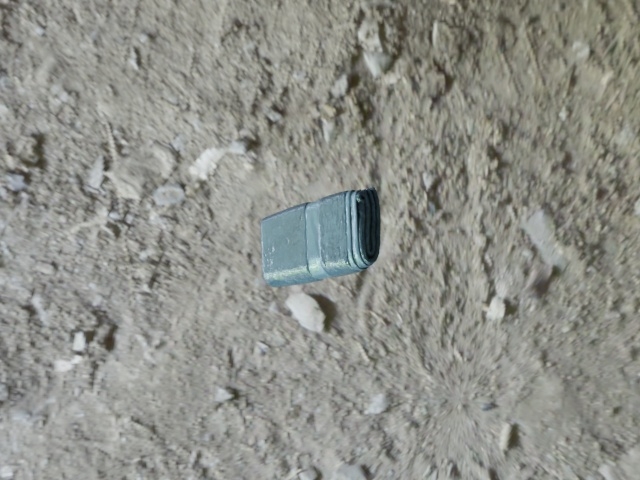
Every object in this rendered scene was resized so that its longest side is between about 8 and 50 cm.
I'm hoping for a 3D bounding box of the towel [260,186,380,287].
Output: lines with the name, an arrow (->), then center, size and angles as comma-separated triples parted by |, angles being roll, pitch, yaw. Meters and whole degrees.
towel -> 0.000, 0.000, 0.773 | 0.119, 0.029, 0.067 | -14, 71, 43
